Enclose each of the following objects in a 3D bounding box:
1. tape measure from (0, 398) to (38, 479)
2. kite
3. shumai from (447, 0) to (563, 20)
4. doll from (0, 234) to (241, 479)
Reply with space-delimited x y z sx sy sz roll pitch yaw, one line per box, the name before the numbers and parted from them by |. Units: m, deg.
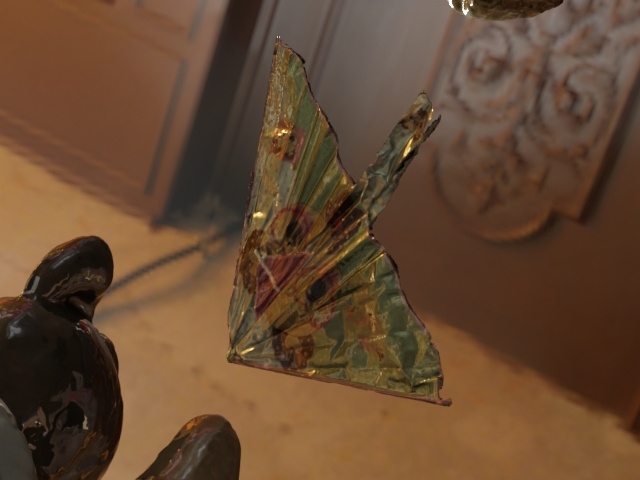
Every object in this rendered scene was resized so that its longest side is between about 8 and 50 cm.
tape measure | -0.248 0.081 0.908 0.084 0.164 0.330 2 -128 -50
kite | 0.000 0.000 1.098 0.013 0.267 0.323 7 -132 -38
shumai | 0.133 -0.316 1.378 0.222 0.271 0.204 19 -161 34
doll | -0.236 0.210 1.543 0.379 0.252 0.382 24 -124 10
